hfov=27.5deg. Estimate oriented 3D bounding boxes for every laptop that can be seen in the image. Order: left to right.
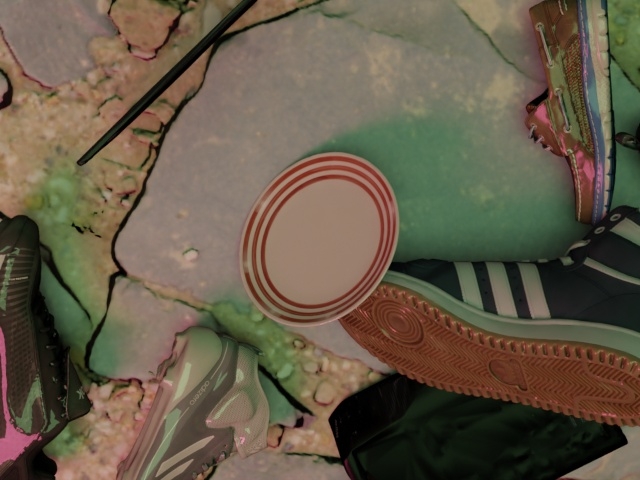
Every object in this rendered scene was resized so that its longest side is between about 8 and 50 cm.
[{"bbox_3d":[-0.105,-0.201,0.892,0.137,0.234,0.264,-8,100,-2],"label":"laptop"}]

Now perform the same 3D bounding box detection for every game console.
[{"bbox_3d":[0.173,0.250,1.075,0.213,0.044,0.361,-26,99,3],"label":"game console"}]

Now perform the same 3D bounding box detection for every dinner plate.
[{"bbox_3d":[0.000,0.000,1.001,0.141,0.017,0.141,-12,65,26],"label":"dinner plate"}]

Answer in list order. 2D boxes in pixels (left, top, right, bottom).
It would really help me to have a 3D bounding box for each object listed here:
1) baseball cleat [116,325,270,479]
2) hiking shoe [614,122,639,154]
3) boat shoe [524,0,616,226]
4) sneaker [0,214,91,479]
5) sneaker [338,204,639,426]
[{"bbox_3d":[-0.103,0.173,1.035,0.110,0.072,0.205,21,101,-12],"label":"baseball cleat"},{"bbox_3d":[0.329,-0.124,0.983,0.227,0.086,0.114,-47,128,5],"label":"hiking shoe"},{"bbox_3d":[0.193,-0.099,1.014,0.066,0.066,0.183,-2,102,15],"label":"boat shoe"},{"bbox_3d":[-0.226,0.096,1.016,0.106,0.078,0.234,11,102,-7],"label":"sneaker"},{"bbox_3d":[0.154,0.040,1.001,0.282,0.153,0.099,14,138,31],"label":"sneaker"}]
